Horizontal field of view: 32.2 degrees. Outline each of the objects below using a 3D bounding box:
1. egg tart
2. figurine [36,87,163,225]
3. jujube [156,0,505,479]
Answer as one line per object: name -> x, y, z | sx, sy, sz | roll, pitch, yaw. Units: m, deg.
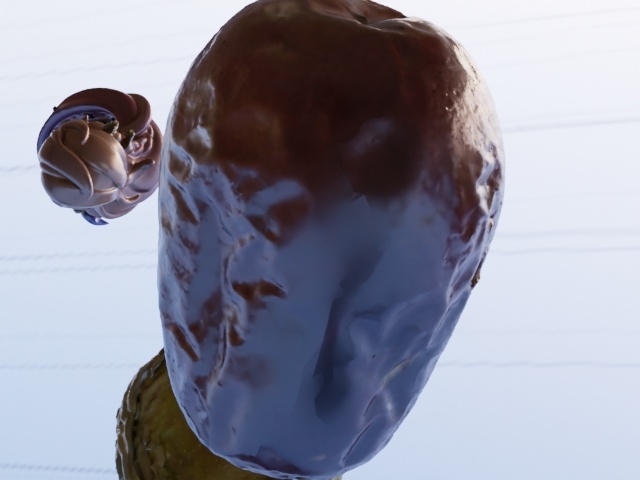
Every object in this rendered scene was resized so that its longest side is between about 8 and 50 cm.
egg tart -> -0.094, 0.220, 1.259 | 0.288, 0.118, 0.288 | -4, -109, 12
figurine -> -0.191, -0.071, 0.972 | 0.114, 0.126, 0.157 | 14, -174, -17
jujube -> 0.000, 0.000, 0.726 | 0.223, 0.318, 0.223 | 10, -159, -4
